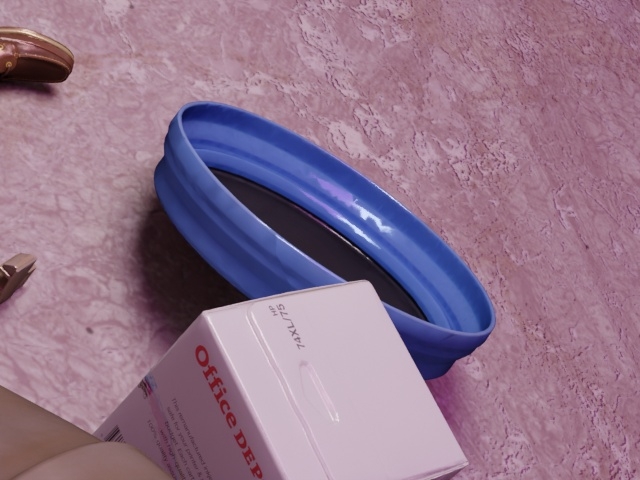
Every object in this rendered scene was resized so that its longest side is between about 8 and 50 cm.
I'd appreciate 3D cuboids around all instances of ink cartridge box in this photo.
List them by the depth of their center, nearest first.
[{"bbox_3d":[-0.051,0.196,1.460,0.197,0.270,0.198,-10,64,-42],"label":"ink cartridge box"}]

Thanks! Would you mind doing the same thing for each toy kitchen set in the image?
[{"bbox_3d":[-0.316,0.017,1.554,0.075,0.068,0.083,47,41,4],"label":"toy kitchen set"}]

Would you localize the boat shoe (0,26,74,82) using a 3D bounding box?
[{"bbox_3d":[-0.343,-0.186,1.709,0.178,0.064,0.060,10,56,-24],"label":"boat shoe"}]

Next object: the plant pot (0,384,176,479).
[{"bbox_3d":[-0.299,0.223,1.252,0.280,0.323,0.323,40,39,21],"label":"plant pot"}]

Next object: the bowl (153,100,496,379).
[{"bbox_3d":[0.000,0.000,1.699,0.391,0.077,0.391,32,17,-11],"label":"bowl"}]
